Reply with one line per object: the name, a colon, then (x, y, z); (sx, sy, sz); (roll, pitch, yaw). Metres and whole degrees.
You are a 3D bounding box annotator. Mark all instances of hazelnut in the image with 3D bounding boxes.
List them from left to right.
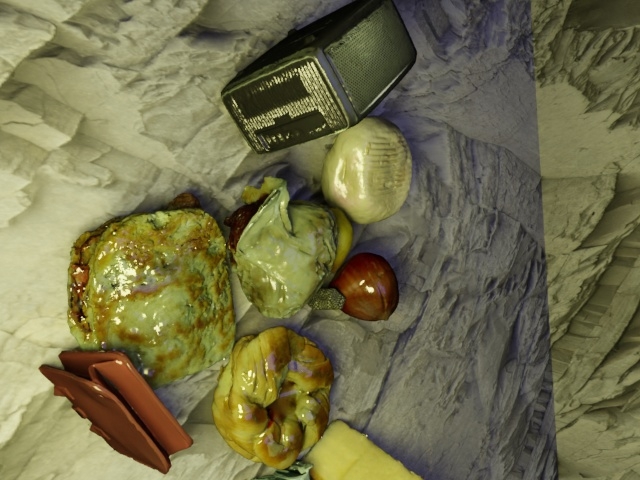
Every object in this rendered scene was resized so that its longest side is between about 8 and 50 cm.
hazelnut: (0.148, 0.150, 1.698); (0.230, 0.230, 0.229); (7, 80, -44)

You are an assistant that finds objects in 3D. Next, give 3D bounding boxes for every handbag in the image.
handbag: (-0.399, 0.326, 1.085); (0.084, 0.276, 0.260); (-49, 120, -38)

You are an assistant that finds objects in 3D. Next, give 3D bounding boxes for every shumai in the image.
shumai: (-0.114, 0.020, 1.353); (0.288, 0.292, 0.329); (72, 28, -79)

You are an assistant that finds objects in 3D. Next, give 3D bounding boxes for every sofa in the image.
sofa: (0.010, 0.172, 1.621); (0.060, 0.118, 0.039); (47, 53, -31)

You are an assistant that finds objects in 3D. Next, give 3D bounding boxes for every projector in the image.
projector: (-0.005, -0.447, 1.492); (0.405, 0.395, 0.242); (-51, 121, -36)

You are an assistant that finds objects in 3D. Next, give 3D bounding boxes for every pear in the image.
pear: (0.000, 0.000, 1.588); (0.200, 0.200, 0.199); (7, 80, -44)

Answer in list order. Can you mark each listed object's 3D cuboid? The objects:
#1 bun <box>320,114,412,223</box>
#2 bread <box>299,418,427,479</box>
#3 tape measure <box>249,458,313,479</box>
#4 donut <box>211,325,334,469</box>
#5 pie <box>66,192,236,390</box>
bun: (0.136, -0.225, 1.739); (0.361, 0.213, 0.360); (-18, 113, -51)
bread: (0.120, 0.670, 1.548); (0.248, 0.315, 0.279); (-40, 102, -42)
tape measure: (-0.115, 0.727, 1.409); (0.275, 0.147, 0.256); (-16, 98, -49)
donut: (-0.113, 0.394, 1.438); (0.360, 0.170, 0.360); (8, 79, -46)
pie: (-0.346, 0.132, 1.237); (0.395, 0.181, 0.417); (-28, 111, -45)
